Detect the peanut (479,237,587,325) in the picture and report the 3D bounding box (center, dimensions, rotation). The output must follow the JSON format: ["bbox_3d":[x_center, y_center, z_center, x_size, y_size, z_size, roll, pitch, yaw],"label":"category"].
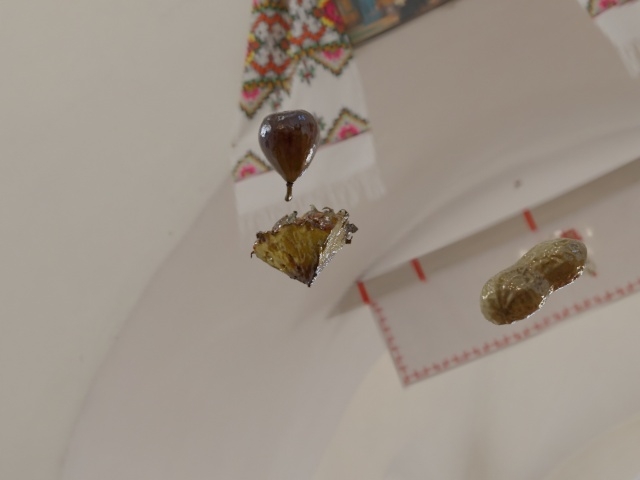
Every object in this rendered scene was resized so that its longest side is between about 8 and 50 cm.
[{"bbox_3d":[0.194,0.036,1.019,0.113,0.054,0.054,-37,-28,1],"label":"peanut"}]

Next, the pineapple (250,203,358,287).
[{"bbox_3d":[0.000,0.000,1.141,0.114,0.077,0.114,-25,-1,-45],"label":"pineapple"}]

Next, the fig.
[{"bbox_3d":[-0.041,-0.114,1.519,0.089,0.125,0.089,-5,6,1],"label":"fig"}]
